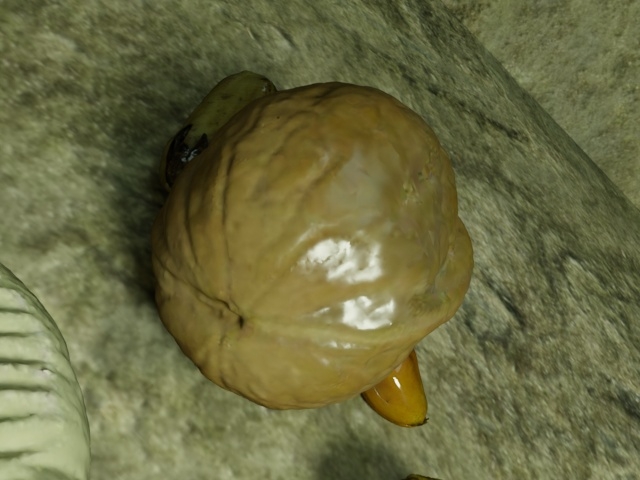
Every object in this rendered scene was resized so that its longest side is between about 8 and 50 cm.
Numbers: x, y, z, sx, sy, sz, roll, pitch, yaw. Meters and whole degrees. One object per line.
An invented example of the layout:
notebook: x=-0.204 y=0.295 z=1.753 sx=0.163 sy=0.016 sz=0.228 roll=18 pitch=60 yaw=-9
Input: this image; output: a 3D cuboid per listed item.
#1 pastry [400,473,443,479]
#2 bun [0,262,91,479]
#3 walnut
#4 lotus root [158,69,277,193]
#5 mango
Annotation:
pastry: x=0.093 y=0.314 z=0.658 sx=0.188 sy=0.103 sz=0.189 roll=31 pitch=34 yaw=-24
bun: x=-0.286 y=0.104 z=0.327 sx=0.365 sy=0.219 sz=0.365 roll=33 pitch=22 yaw=-15
walnut: x=0.000 y=0.000 z=0.718 sx=0.332 sy=0.333 sz=0.333 roll=30 pitch=35 yaw=-24
lotus root: x=-0.114 y=-0.122 z=0.895 sx=0.110 sy=0.097 sz=0.258 roll=12 pitch=43 yaw=11
mango: x=0.080 y=0.158 z=0.845 sx=0.127 sy=0.077 sz=0.063 roll=65 pitch=10 yaw=5
